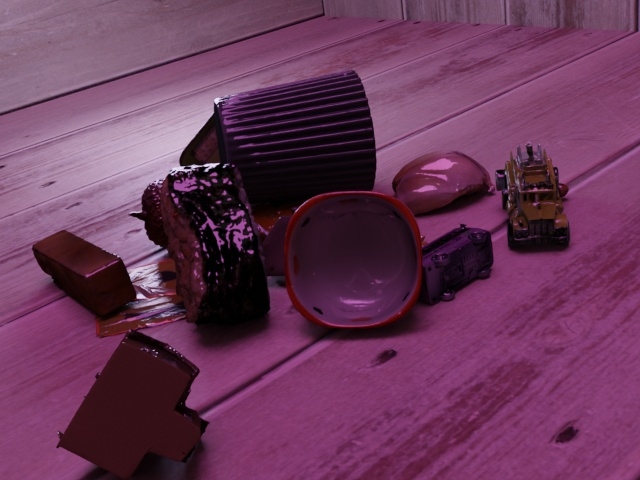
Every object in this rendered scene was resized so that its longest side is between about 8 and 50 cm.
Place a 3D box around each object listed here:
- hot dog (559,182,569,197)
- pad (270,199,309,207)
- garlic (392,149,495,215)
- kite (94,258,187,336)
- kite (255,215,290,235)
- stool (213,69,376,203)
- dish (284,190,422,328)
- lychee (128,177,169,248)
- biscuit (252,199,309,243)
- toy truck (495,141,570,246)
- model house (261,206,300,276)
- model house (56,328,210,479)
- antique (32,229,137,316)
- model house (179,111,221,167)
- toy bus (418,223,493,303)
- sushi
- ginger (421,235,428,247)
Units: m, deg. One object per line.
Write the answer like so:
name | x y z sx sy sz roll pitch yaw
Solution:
hot dog | 0.470 -0.119 1.834 0.140 0.060 0.090 -9 15 17
pad | -0.040 -0.085 1.992 0.116 0.004 0.193 -20 28 -21
garlic | 0.274 -0.149 1.906 0.228 0.110 0.217 -10 21 -1
kite | -0.329 0.094 1.690 0.328 0.013 0.377 6 29 31
kite | -0.101 -0.005 1.770 0.153 0.005 0.137 23 58 14
stool | -0.066 -0.228 1.938 0.330 0.297 0.297 -9 24 -10
dish | 0.062 0.033 1.459 0.256 0.256 0.117 -4 -1 9
lychee | -0.330 -0.058 1.834 0.197 0.165 0.165 -11 23 -26
biscuit | -0.087 -0.039 1.866 0.249 0.035 0.184 -14 28 -11
toy truck | 0.423 -0.101 1.675 0.128 0.135 0.259 -3 43 9
model house | -0.003 -0.006 1.659 0.229 0.122 0.188 -5 12 25
model house | -0.251 0.243 1.226 0.176 0.180 0.248 31 -5 -5
antique | -0.488 0.059 1.702 0.087 0.093 0.310 -31 29 -29
model house | -0.181 -0.183 2.128 0.279 0.218 0.205 40 2 20
toy bus | 0.233 0.039 1.534 0.178 0.086 0.098 -27 26 -32
sushi | -0.200 0.005 1.550 0.171 0.211 0.350 -12 53 -10
ginger | 0.117 0.049 1.595 0.193 0.052 0.176 -19 13 8
